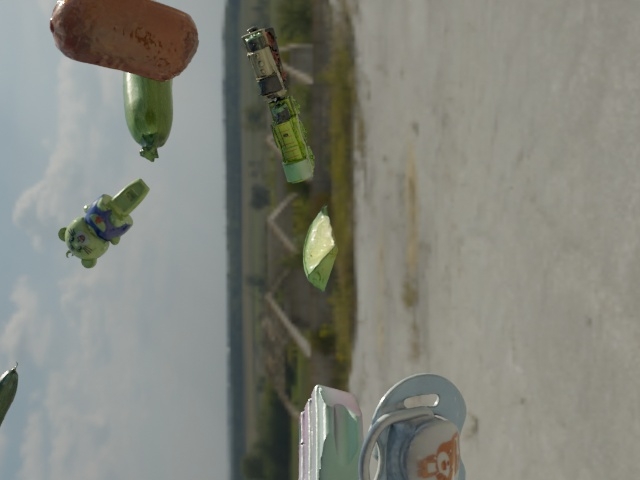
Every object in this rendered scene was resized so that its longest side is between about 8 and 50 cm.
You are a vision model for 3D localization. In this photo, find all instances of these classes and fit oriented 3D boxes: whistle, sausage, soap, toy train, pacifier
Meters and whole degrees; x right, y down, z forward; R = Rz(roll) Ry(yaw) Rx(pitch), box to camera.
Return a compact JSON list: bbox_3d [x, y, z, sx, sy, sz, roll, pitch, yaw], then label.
[{"bbox_3d":[-0.436,-0.039,2.116,0.105,0.227,0.085,49,-169,3],"label":"whistle"},{"bbox_3d":[-0.354,-0.378,1.887,0.153,0.268,0.141,37,114,56],"label":"sausage"},{"bbox_3d":[0.024,0.487,2.407,0.323,0.109,0.193,-90,18,-50],"label":"soap"},{"bbox_3d":[-0.065,-0.218,1.654,0.085,0.053,0.249,-77,-30,-70],"label":"toy train"},{"bbox_3d":[0.143,0.366,1.857,0.207,0.227,0.278,-165,74,-64],"label":"pacifier"}]

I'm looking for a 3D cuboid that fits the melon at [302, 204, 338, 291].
[{"bbox_3d":[0.001,0.000,2.362,0.114,0.053,0.261,-55,21,31],"label":"melon"}]

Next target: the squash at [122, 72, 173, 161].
[{"bbox_3d":[-0.357,-0.323,2.170,0.107,0.107,0.395,95,171,-53],"label":"squash"}]

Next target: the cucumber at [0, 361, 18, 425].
[{"bbox_3d":[-0.536,0.279,1.721,0.039,0.039,0.168,105,-174,-75],"label":"cucumber"}]
